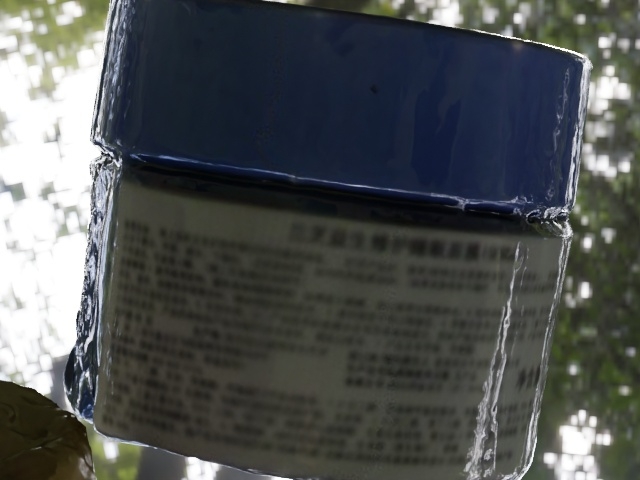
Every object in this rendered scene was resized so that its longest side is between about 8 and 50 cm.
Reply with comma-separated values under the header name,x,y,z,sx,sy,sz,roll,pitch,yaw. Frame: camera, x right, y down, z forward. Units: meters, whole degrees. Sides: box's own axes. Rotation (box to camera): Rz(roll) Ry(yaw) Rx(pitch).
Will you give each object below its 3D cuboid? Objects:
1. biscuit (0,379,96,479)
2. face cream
name,x,y,z,sx,sy,sz,roll,pitch,yaw
biscuit,-0.201,0.117,0.681,0.274,0.213,0.091,30,-168,32
face cream,0.000,0.000,0.906,0.249,0.225,0.249,9,-177,0
